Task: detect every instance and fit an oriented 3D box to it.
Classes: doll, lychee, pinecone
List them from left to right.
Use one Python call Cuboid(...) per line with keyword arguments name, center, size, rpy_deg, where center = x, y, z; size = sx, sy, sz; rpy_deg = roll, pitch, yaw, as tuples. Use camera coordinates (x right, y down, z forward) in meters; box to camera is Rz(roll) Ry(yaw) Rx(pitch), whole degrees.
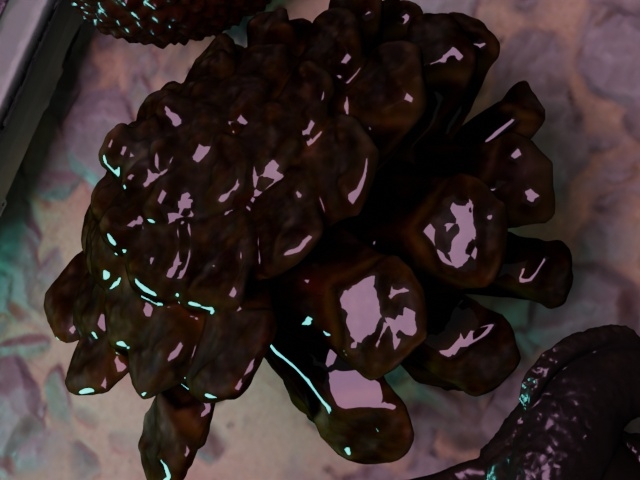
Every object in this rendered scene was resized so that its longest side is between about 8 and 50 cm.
Cuboid(name="lychee", center=(-0.073, -0.154, 0.844), size=(0.123, 0.129, 0.123), rpy_deg=(33, 128, 56))
Cuboid(name="pinecone", center=(0.002, 0.001, 0.751), size=(0.229, 0.201, 0.202), rpy_deg=(-43, 62, 24))
Cuboid(name="doll", center=(0.117, 0.108, 0.740), size=(0.165, 0.057, 0.139), rpy_deg=(-40, 112, -6))

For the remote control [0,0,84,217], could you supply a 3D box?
Cuboid(name="remote control", center=(-0.217, -0.081, 0.919), size=(0.145, 0.050, 0.344), rpy_deg=(24, 89, 16))
